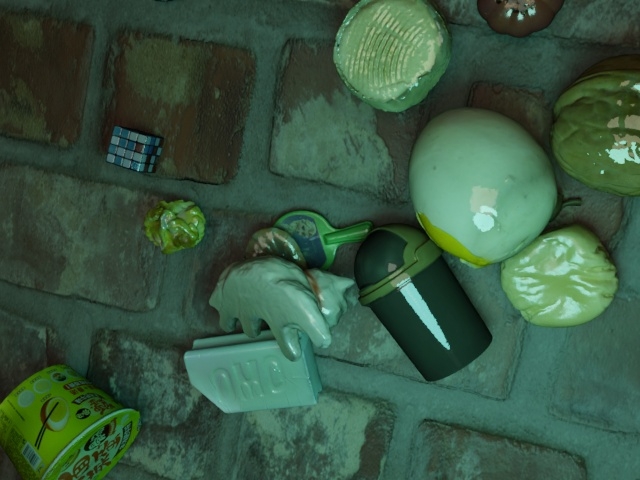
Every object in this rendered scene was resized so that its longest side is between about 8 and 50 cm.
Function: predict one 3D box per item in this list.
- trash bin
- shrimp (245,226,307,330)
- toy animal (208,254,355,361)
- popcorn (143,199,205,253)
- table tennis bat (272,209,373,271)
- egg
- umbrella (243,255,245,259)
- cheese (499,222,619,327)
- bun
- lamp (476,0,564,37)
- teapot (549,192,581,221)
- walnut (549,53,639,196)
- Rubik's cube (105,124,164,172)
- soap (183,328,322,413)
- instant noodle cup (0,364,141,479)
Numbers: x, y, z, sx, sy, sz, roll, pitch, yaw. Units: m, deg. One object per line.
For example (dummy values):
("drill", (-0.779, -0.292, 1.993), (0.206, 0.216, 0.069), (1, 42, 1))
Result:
("trash bin", (0.200, 0.118, 1.523), (0.214, 0.214, 0.333), (-32, 92, 13))
("shrimp", (-0.095, 0.090, 1.660), (0.145, 0.059, 0.254), (-8, 101, 12))
("toy animal", (-0.087, 0.127, 1.574), (0.266, 0.188, 0.308), (48, 141, 0))
("popcorn", (-0.348, -0.034, 1.694), (0.145, 0.126, 0.125), (21, 124, -4))
("table tennis bat", (0.000, 0.000, 1.651), (0.257, 0.039, 0.160), (-12, 96, 16))
("egg", (0.317, -0.120, 1.438), (0.283, 0.283, 0.345), (-30, 62, 14))
("umbrella", (-0.180, 0.109, 1.709), (0.022, 0.022, 0.148), (6, 97, 55))
("cheese", (0.501, 0.079, 1.500), (0.226, 0.117, 0.214), (-28, 91, 19))
("bun", (0.160, -0.408, 1.525), (0.260, 0.152, 0.259), (0, 89, 25))
("lamp", (0.411, -0.511, 1.464), (0.182, 0.140, 0.182), (2, 97, 16))
("teapot", (0.501, -0.076, 1.506), (0.110, 0.085, 0.080), (10, 98, -7))
("walnut", (0.607, -0.223, 1.379), (0.313, 0.252, 0.277), (17, 98, 22))
("Rubik's cube", (-0.446, -0.218, 1.713), (0.092, 0.092, 0.092), (18, 97, 12))
("soap", (-0.155, 0.305, 1.659), (0.290, 0.095, 0.172), (-9, 106, 14))
("instant noodle cup", (-0.619, 0.455, 1.715), (0.221, 0.311, 0.311), (39, 101, 18))
